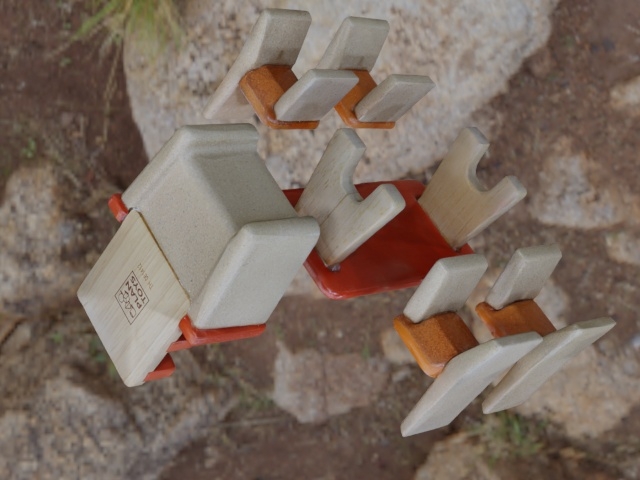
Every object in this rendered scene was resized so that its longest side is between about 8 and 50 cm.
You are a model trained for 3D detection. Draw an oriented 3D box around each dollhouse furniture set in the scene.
[{"bbox_3d":[0.000,0.000,0.727,0.259,0.262,0.135,-6,144,-45],"label":"dollhouse furniture set"}]
